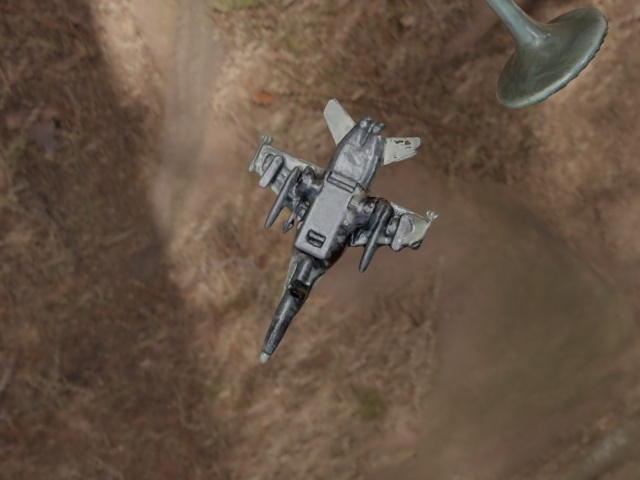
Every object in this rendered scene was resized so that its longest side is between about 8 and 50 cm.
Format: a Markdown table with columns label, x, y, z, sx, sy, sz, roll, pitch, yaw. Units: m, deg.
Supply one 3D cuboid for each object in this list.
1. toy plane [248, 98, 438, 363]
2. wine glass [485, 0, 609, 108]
| label | x | y | z | sx | sy | sz | roll | pitch | yaw |
| --- | --- | --- | --- | --- | --- | --- | --- | --- | --- |
| toy plane | -0.001 | -0.002 | 1.399 | 0.088 | 0.192 | 0.262 | 82 | 33 | -77 |
| wine glass | 0.046 | -0.256 | 1.051 | 0.096 | 0.264 | 0.309 | -44 | 113 | 5 |
